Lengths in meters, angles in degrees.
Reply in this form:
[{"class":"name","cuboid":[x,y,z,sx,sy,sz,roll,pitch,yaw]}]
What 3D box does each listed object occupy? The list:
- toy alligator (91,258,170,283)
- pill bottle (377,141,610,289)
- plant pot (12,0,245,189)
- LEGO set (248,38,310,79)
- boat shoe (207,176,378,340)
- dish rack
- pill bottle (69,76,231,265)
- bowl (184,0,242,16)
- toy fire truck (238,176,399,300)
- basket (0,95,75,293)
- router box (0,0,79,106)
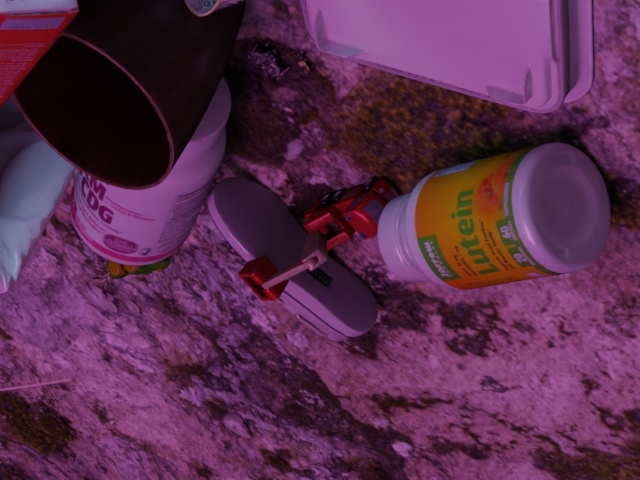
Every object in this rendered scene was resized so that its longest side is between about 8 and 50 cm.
[{"class":"toy alligator","cuboid":[-0.268,0.024,2.441,0.190,0.056,0.051,-12,80,51]},{"class":"pill bottle","cuboid":[0.178,-0.019,1.885,0.246,0.136,0.136,-12,123,50]},{"class":"plant pot","cuboid":[-0.188,-0.211,1.910,0.215,0.230,0.215,24,145,19]},{"class":"LEGO set","cuboid":[-0.051,-0.200,1.983,0.083,0.023,0.054,-3,129,45]},{"class":"boat shoe","cuboid":[-0.047,0.030,2.204,0.267,0.096,0.088,38,143,-16]},{"class":"dish rack","cuboid":[0.103,-0.255,1.734,0.333,0.072,0.285,18,142,25]},{"class":"pill bottle","cuboid":[-0.205,-0.101,2.124,0.160,0.160,0.283,35,146,4]},{"class":"bowl","cuboid":[-0.083,-0.313,1.801,0.170,0.080,0.170,179,90,-65]},{"class":"toy fire truck","cuboid":[0.000,0.000,2.076,0.047,0.135,0.192,49,145,-17]},{"class":"basket","cuboid":[-0.484,-0.156,2.112,0.266,0.331,0.328,0,140,30]},{"class":"router box","cuboid":[-0.343,-0.329,1.719,0.301,0.082,0.335,-28,71,63]}]
